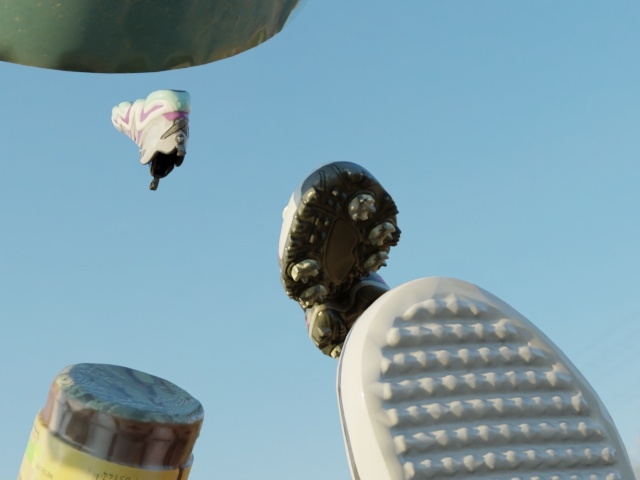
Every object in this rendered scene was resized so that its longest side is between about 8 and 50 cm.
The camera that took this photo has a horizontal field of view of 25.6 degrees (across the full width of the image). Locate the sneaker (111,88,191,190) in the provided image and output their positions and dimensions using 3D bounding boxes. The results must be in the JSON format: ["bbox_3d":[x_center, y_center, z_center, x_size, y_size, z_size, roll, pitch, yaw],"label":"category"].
[{"bbox_3d":[-0.126,-0.070,1.041,0.038,0.069,0.098,0,-6,-29],"label":"sneaker"}]

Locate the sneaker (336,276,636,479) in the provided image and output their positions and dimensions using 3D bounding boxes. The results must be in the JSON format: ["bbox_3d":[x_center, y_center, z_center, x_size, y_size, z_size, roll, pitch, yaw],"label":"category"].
[{"bbox_3d":[0.096,0.166,0.649,0.126,0.321,0.127,-38,7,-29],"label":"sneaker"}]

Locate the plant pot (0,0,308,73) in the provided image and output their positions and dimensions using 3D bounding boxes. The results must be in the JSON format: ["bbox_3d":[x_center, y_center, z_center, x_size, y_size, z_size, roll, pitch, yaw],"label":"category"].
[{"bbox_3d":[-0.115,-0.245,0.673,0.290,0.290,0.195,-1,-44,-23],"label":"plant pot"}]

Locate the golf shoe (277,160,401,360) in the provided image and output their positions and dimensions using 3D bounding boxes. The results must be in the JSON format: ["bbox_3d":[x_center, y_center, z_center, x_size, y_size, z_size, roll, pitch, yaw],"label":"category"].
[{"bbox_3d":[0.000,0.000,1.194,0.105,0.120,0.273,-24,-28,-10],"label":"golf shoe"}]

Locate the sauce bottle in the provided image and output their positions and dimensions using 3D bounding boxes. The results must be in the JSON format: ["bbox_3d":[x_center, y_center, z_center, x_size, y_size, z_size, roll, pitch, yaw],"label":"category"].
[{"bbox_3d":[-0.179,0.256,0.953,0.111,0.344,0.111,19,7,-3],"label":"sauce bottle"}]
